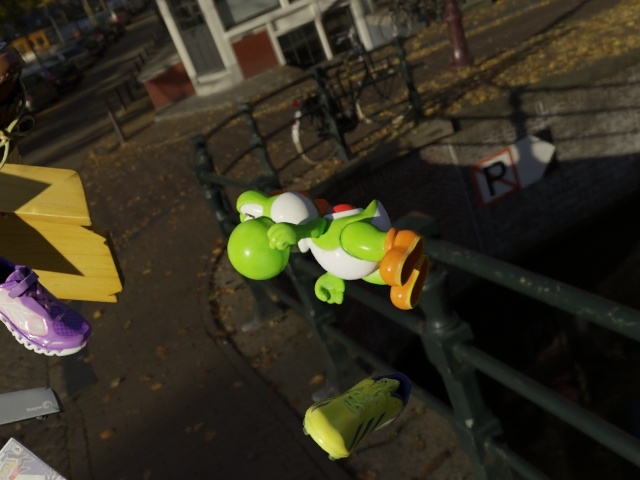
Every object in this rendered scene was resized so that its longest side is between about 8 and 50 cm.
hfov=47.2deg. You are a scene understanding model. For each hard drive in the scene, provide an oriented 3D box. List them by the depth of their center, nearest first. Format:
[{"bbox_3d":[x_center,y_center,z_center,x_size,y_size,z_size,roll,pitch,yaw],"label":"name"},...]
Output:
[{"bbox_3d":[-0.563,0.293,1.213,0.255,0.054,0.172,-10,-10,-18],"label":"hard drive"}]

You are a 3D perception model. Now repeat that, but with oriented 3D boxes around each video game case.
[{"bbox_3d":[-0.772,0.633,1.844,0.201,0.183,0.023,-53,-4,-13],"label":"video game case"}]

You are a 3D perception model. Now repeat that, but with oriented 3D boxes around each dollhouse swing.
[{"bbox_3d":[-0.574,-0.085,1.593,0.315,0.346,0.304,4,57,-2],"label":"dollhouse swing"}]

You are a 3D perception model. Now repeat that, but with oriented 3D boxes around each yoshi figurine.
[{"bbox_3d":[-0.010,0.026,1.265,0.362,0.203,0.203,19,21,24],"label":"yoshi figurine"}]

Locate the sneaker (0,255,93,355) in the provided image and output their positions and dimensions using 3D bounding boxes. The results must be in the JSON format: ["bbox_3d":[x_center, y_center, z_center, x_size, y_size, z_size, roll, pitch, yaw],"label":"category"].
[{"bbox_3d":[-0.483,0.099,1.212,0.237,0.104,0.095,29,36,6],"label":"sneaker"}]

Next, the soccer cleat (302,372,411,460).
[{"bbox_3d":[0.064,0.257,1.140,0.121,0.093,0.289,-47,-18,15],"label":"soccer cleat"}]

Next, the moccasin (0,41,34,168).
[{"bbox_3d":[-0.514,-0.171,1.109,0.380,0.147,0.139,-31,15,46],"label":"moccasin"}]
